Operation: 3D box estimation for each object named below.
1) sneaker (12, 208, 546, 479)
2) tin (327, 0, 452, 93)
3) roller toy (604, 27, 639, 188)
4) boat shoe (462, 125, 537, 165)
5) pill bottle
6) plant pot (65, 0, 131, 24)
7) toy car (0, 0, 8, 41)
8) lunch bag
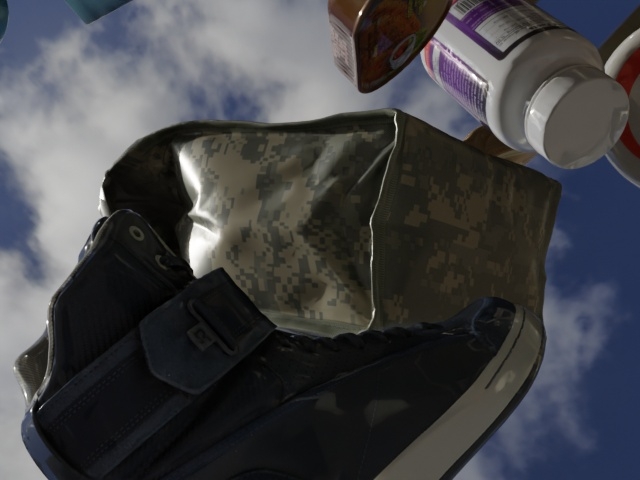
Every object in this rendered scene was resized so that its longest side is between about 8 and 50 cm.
[{"bbox_3d":[-0.012,0.042,0.380,0.163,0.086,0.226,45,-138,10],"label":"sneaker"},{"bbox_3d":[0.054,-0.175,0.696,0.106,0.189,0.040,-40,-102,-6],"label":"tin"},{"bbox_3d":[0.387,-0.130,0.964,0.191,0.146,0.209,-47,-115,18],"label":"roller toy"},{"bbox_3d":[0.176,-0.080,1.000,0.170,0.059,0.063,-24,-138,-32],"label":"boat shoe"},{"bbox_3d":[0.173,-0.141,0.805,0.108,0.193,0.108,-12,-53,-17],"label":"pill bottle"},{"bbox_3d":[-0.217,-0.344,0.827,0.234,0.165,0.165,43,-114,-26],"label":"plant pot"},{"bbox_3d":[-0.353,-0.138,0.556,0.238,0.219,0.210,-33,-81,8],"label":"toy car"},{"bbox_3d":[0.000,0.000,0.732,0.287,0.235,0.169,4,-96,40],"label":"lunch bag"}]
